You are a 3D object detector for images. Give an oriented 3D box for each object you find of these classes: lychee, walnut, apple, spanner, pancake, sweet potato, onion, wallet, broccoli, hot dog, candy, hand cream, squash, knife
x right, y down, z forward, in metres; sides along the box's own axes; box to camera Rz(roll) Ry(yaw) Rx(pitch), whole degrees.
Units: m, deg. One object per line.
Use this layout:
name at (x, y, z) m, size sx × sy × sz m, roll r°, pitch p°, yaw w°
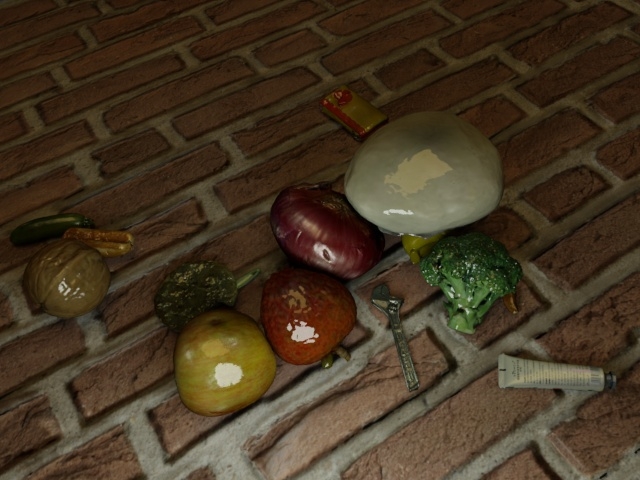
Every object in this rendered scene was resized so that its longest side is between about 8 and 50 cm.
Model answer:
lychee at (-0.027, 0.204, 1.550) m, size 0.255 × 0.300 × 0.255 m, roll -21°, pitch 17°, yaw 7°
walnut at (-0.699, 0.103, 1.686) m, size 0.228 × 0.228 × 0.228 m, roll -2°, pitch 52°, yaw 2°
apple at (-0.231, 0.294, 1.478) m, size 0.264 × 0.264 × 0.264 m, roll -2°, pitch 52°, yaw 2°
spanner at (0.205, 0.251, 1.622) m, size 0.093 × 0.026 × 0.325 m, roll -10°, pitch 53°, yaw -3°
pancake at (-0.355, 0.153, 1.712) m, size 0.254 × 0.037 × 0.253 m, roll -6°, pitch 48°, yaw 7°
sweet potato at (0.510, 0.090, 1.709) m, size 0.057 × 0.057 × 0.264 m, roll -12°, pitch 54°, yaw -5°
onion at (0.000, 0.000, 1.707) m, size 0.348 × 0.285 × 0.347 m, roll 27°, pitch 22°, yaw -12°
wallet at (0.114, -0.457, 2.150) m, size 0.141 × 0.067 × 0.241 m, roll -36°, pitch 59°, yaw -20°
broccoli at (0.390, 0.109, 1.607) m, size 0.270 × 0.270 × 0.270 m, roll 11°, pitch 90°, yaw 12°
hot dog at (-0.682, 0.012, 1.833) m, size 0.249 × 0.076 × 0.102 m, roll 2°, pitch 50°, yaw 7°
candy at (0.271, -0.192, 1.658) m, size 0.427 × 0.186 × 0.386 m, roll -24°, pitch 57°, yaw -7°
hand cream at (0.588, 0.338, 1.516) m, size 0.276 × 0.059 × 0.095 m, roll 3°, pitch 54°, yaw 12°
squash at (-0.843, -0.043, 1.891) m, size 0.258 × 0.069 × 0.069 m, roll -14°, pitch 53°, yaw -7°
knife at (-0.287, 0.164, 1.725) m, size 0.293 × 0.020 × 0.043 m, roll -33°, pitch 54°, yaw -19°

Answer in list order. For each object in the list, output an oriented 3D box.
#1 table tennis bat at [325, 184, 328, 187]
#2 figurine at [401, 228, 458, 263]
table tennis bat at (0.021, -0.152, 1.957) m, size 0.050 × 0.007 × 0.083 m, roll -2°, pitch 54°, yaw 3°
figurine at (0.296, -0.092, 1.792) m, size 0.218 × 0.169 × 0.326 m, roll -19°, pitch 42°, yaw 22°
